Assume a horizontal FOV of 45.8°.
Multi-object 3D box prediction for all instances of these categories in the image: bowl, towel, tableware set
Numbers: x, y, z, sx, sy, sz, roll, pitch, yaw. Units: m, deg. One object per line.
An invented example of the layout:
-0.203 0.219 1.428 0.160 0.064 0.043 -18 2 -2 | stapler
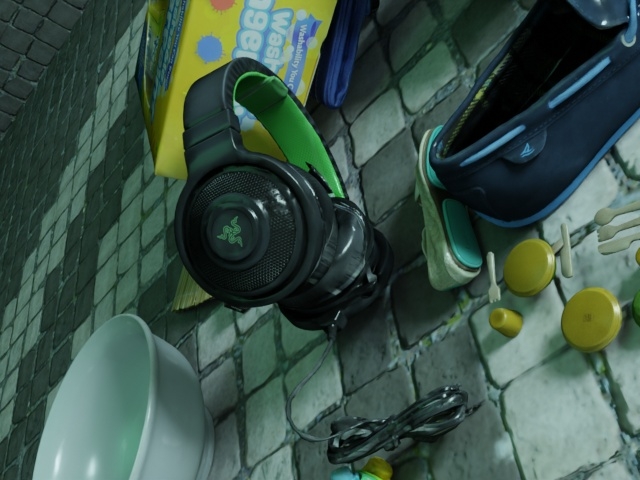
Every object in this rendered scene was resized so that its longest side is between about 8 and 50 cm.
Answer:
-0.220 0.248 0.901 0.297 0.134 0.298 -32 46 40 | bowl
-0.004 -0.323 0.972 0.336 0.040 0.243 -124 43 -60 | towel
0.191 0.037 0.564 0.154 0.024 0.104 -25 54 44 | tableware set

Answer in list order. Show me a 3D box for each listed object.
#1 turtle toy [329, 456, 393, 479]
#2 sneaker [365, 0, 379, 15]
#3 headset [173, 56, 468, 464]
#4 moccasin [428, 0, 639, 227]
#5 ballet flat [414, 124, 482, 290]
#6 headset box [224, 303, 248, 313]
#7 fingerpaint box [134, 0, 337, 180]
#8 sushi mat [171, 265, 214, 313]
0.031 0.238 0.615 0.095 0.066 0.130 -59 33 9 | turtle toy
0.069 -0.378 0.953 0.067 0.078 0.188 159 115 -75 | sneaker
0.000 0.000 0.693 0.185 0.243 0.394 -23 64 21 | headset
0.212 -0.163 0.572 0.342 0.116 0.138 -59 34 10 | moccasin
0.107 -0.031 0.695 0.052 0.057 0.168 -44 37 45 | ballet flat
-0.085 0.041 0.936 0.083 0.032 0.062 -41 41 32 | headset box
-0.104 -0.338 0.926 0.371 0.163 0.445 -119 43 -56 | fingerpaint box
-0.143 -0.053 1.090 0.151 0.019 0.317 -19 54 49 | sushi mat
